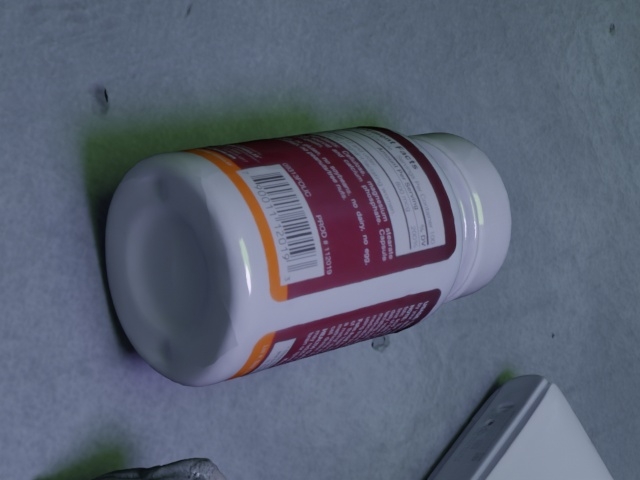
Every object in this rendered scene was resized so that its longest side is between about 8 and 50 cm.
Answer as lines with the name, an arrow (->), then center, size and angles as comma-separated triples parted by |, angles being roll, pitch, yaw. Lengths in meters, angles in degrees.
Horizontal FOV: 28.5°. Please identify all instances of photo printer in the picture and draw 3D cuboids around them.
photo printer -> 0.265, 0.358, 1.528 | 0.256, 0.107, 0.307 | -44, 111, -37

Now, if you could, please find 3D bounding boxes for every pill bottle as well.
pill bottle -> 0.000, 0.000, 1.285 | 0.392, 0.224, 0.224 | -11, 90, -42

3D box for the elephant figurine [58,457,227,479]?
elephant figurine -> -0.127, 0.322, 1.168 | 0.186, 0.169, 0.239 | -114, 179, -49
